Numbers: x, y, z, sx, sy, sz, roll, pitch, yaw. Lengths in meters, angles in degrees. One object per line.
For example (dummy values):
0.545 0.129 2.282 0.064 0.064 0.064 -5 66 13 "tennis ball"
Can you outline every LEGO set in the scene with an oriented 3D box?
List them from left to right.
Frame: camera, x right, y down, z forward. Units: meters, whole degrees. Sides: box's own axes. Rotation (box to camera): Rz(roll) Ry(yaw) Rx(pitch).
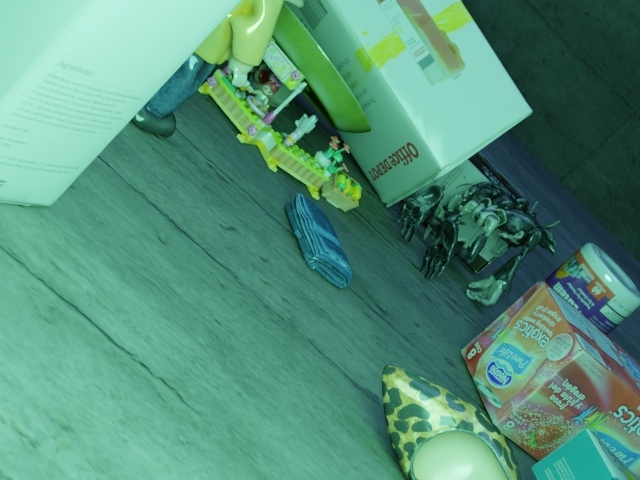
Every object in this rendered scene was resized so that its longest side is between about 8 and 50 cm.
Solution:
-0.034 -0.154 1.649 0.287 0.107 0.132 44 16 -8 "LEGO set"

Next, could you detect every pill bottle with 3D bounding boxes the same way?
0.316 0.103 1.775 0.108 0.193 0.108 42 16 -15 "pill bottle"

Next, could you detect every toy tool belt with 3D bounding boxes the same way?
-0.075 -0.210 1.810 0.051 0.052 0.083 19 -7 36 "toy tool belt"

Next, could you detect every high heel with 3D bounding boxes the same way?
0.131 0.227 1.162 0.261 0.093 0.186 55 9 -5 "high heel"

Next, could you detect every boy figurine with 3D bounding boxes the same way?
-0.107 -0.244 1.358 0.177 0.285 0.092 50 16 22 "boy figurine"

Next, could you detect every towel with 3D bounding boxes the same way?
0.000 0.000 1.507 0.067 0.029 0.119 36 18 -35 "towel"

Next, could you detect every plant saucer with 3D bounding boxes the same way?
-0.022 -0.224 1.711 0.241 0.037 0.241 53 -2 2 "plant saucer"

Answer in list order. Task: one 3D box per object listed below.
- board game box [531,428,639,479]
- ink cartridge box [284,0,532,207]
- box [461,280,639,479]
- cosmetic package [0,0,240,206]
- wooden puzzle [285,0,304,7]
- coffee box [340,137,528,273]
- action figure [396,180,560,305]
0.377 0.379 1.407 0.336 0.079 0.254 43 15 -36 "board game box"
0.079 -0.262 1.812 0.385 0.160 0.279 58 -15 -1 "ink cartridge box"
0.331 0.207 1.654 0.300 0.142 0.154 38 18 -30 "box"
-0.172 -0.217 0.965 0.197 0.365 0.155 53 17 18 "cosmetic package"
-0.141 -0.287 1.578 0.221 0.238 0.044 -97 180 -64 "wooden puzzle"
0.176 -0.110 2.071 0.297 0.119 0.168 44 15 -9 "coffee box"
0.219 -0.006 1.905 0.275 0.141 0.164 0 44 -48 "action figure"
